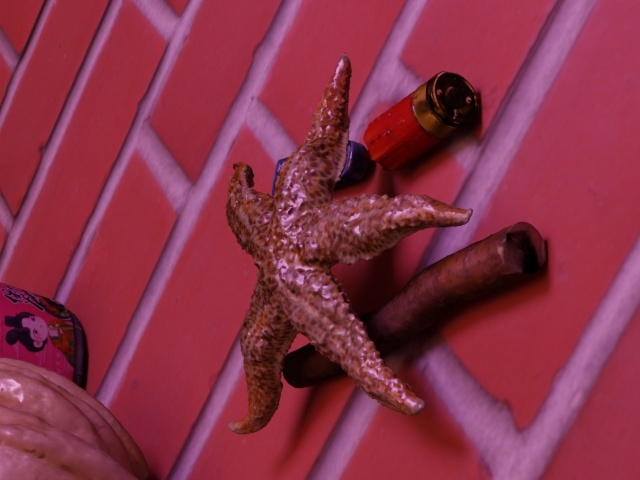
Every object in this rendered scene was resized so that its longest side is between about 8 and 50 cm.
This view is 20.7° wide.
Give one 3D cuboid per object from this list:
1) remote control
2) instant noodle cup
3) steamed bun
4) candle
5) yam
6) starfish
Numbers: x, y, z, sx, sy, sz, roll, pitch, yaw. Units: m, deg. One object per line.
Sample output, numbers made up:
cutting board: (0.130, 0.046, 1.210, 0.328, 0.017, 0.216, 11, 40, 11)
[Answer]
remote control: (-0.001, -0.063, 1.627, 0.152, 0.027, 0.044, -10, 74, 58)
instant noodle cup: (-0.383, 0.147, 2.000, 0.258, 0.181, 0.302, -27, 55, 51)
steamed bun: (-0.287, 0.266, 1.738, 0.372, 0.230, 0.325, -2, 119, 53)
candle: (0.077, -0.095, 1.489, 0.130, 0.052, 0.052, -35, 49, 50)
yam: (0.065, 0.061, 1.447, 0.327, 0.045, 0.045, -32, 21, 49)
starfish: (-0.001, -0.001, 1.474, 0.358, 0.078, 0.347, -33, 51, 51)
